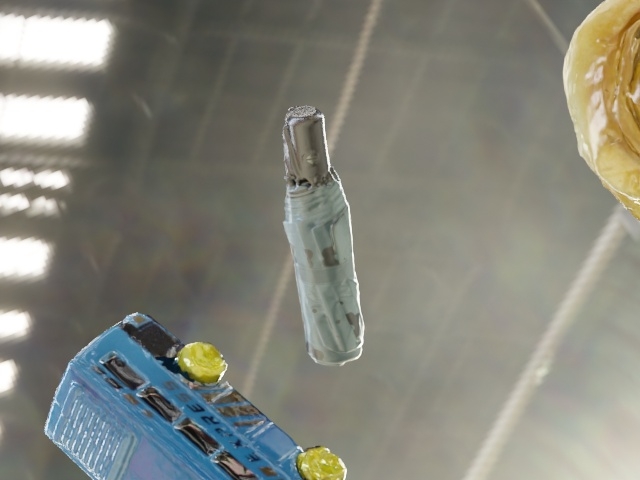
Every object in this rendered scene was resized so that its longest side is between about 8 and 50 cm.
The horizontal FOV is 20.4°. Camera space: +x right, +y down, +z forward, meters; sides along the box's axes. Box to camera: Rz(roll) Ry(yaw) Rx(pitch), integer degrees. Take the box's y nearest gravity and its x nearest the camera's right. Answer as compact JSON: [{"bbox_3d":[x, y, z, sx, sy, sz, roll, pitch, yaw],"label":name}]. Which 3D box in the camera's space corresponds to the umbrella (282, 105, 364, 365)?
[{"bbox_3d":[0.002,0.001,1.537,0.052,0.053,0.250,-45,-42,-47],"label":"umbrella"}]

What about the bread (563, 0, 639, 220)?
[{"bbox_3d":[0.300,-0.102,1.364,0.236,0.198,0.120,4,-30,-11],"label":"bread"}]

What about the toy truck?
[{"bbox_3d":[-0.119,0.257,1.960,0.162,0.385,0.161,-33,-23,-46],"label":"toy truck"}]
